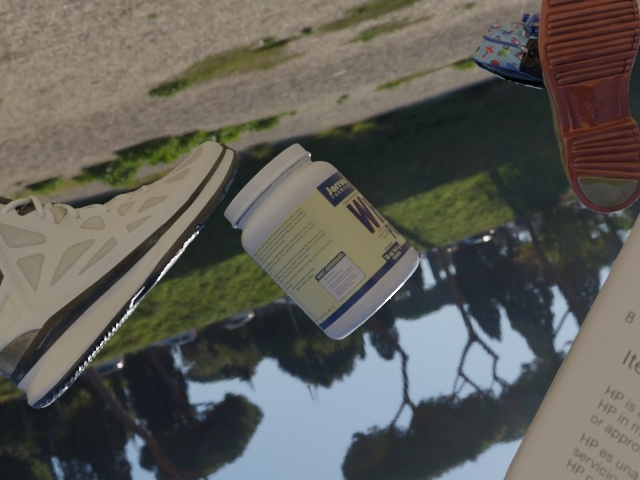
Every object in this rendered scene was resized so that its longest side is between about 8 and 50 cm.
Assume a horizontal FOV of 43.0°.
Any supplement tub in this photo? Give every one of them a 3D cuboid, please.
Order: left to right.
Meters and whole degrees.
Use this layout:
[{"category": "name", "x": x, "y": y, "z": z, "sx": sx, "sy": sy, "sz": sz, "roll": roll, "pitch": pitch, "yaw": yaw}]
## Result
[{"category": "supplement tub", "x": 0.000, "y": 0.000, "z": 1.539, "sx": 0.235, "sy": 0.325, "sz": 0.235, "roll": -44, "pitch": 179, "yaw": -1}]

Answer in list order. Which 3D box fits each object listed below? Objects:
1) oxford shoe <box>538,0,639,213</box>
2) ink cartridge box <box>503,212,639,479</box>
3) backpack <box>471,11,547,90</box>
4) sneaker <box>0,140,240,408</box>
[{"category": "oxford shoe", "x": 0.389, "y": -0.242, "z": 1.202, "sx": 0.141, "sy": 0.396, "sz": 0.146, "roll": -3, "pitch": -173, "yaw": 8}, {"category": "ink cartridge box", "x": 0.296, "y": 0.005, "z": 0.296, "sx": 0.166, "sy": 0.394, "sz": 0.285, "roll": 11, "pitch": -162, "yaw": -47}, {"category": "backpack", "x": 0.348, "y": -0.322, "z": 1.357, "sx": 0.173, "sy": 0.116, "sz": 0.158, "roll": 20, "pitch": -157, "yaw": 18}, {"category": "sneaker", "x": -0.310, "y": -0.031, "z": 1.065, "sx": 0.447, "sy": 0.257, "sz": 0.169, "roll": -54, "pitch": -173, "yaw": -31}]
